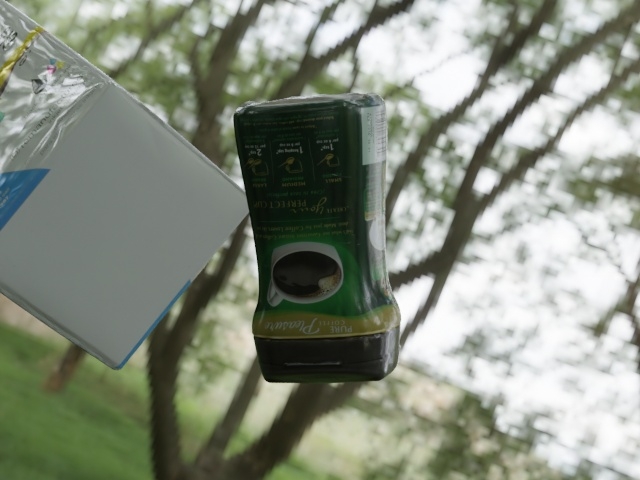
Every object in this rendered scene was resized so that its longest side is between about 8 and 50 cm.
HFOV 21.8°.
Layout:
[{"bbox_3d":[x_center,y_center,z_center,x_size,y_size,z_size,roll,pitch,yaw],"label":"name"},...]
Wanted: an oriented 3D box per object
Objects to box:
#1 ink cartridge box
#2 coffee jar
[{"bbox_3d":[-0.239,-0.057,1.504,0.197,0.198,0.270,41,-3,-39],"label":"ink cartridge box"},{"bbox_3d":[0.000,0.000,1.064,0.096,0.184,0.079,-2,6,17],"label":"coffee jar"}]
